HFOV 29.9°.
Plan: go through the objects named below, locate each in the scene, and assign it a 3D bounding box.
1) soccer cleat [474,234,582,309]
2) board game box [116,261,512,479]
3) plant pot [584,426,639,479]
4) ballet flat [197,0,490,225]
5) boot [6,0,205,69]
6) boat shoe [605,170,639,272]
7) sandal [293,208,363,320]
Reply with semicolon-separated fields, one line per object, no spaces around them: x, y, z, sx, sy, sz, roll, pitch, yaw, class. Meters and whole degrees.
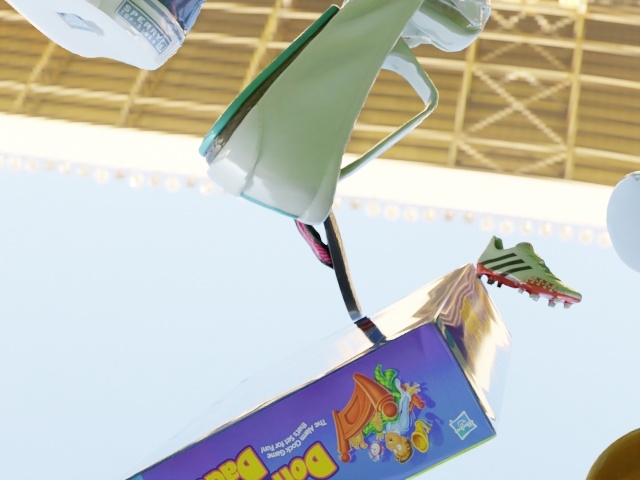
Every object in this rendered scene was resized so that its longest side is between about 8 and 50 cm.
0.139;0.020;0.792;0.083;0.035;0.029;20;176;45;soccer cleat
0.014;0.118;0.866;0.233;0.078;0.347;-29;179;12;board game box
0.330;0.294;1.051;0.205;0.188;0.205;-5;-141;4;plant pot
0.059;-0.171;0.994;0.139;0.139;0.400;23;-115;30;ballet flat
-0.103;-0.141;0.597;0.086;0.069;0.190;-52;-140;-10;boot
0.473;-0.058;1.387;0.156;0.367;0.135;-11;-103;-16;boat shoe
0.000;0.000;1.218;0.040;0.179;0.067;-16;-174;6;sandal
